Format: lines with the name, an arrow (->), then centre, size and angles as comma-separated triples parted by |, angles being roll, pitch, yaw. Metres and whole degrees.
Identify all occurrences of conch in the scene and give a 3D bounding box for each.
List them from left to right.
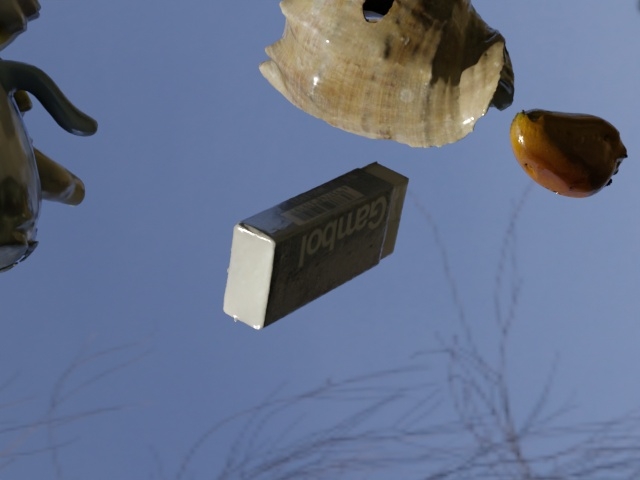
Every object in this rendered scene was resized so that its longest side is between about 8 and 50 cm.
conch -> 0.053, -0.239, 1.502 | 0.263, 0.324, 0.186 | -46, -37, 8

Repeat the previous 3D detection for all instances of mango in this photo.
mango -> 0.218, -0.082, 1.311 | 0.127, 0.063, 0.077 | 16, -90, -31

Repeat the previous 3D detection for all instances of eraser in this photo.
eraser -> 0.000, 0.000, 1.308 | 0.212, 0.046, 0.092 | -27, -44, -48

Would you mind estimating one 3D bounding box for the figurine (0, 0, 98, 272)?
figurine -> -0.185, -0.064, 0.715 | 0.128, 0.208, 0.184 | -19, -118, -11
